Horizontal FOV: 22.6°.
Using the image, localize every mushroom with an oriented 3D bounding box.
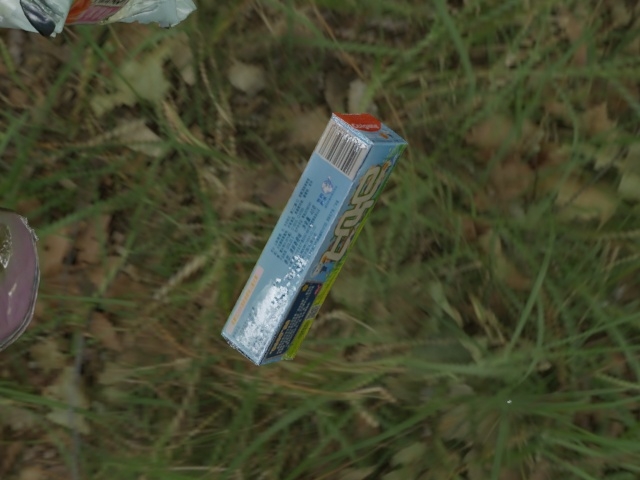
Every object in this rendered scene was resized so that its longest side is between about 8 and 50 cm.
[{"bbox_3d":[-0.338,0.048,1.425,0.117,0.188,0.141,-25,103,31],"label":"mushroom"}]

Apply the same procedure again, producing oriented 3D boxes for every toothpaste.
[{"bbox_3d":[0.000,0.000,1.170,0.044,0.070,0.193,39,113,26],"label":"toothpaste"}]

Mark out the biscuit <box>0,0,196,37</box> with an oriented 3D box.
[{"bbox_3d":[-0.177,-0.189,0.949,0.079,0.309,0.186,-45,88,10],"label":"biscuit"}]
